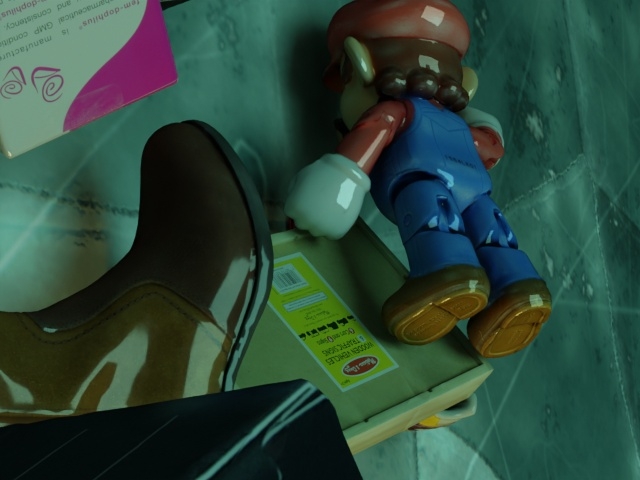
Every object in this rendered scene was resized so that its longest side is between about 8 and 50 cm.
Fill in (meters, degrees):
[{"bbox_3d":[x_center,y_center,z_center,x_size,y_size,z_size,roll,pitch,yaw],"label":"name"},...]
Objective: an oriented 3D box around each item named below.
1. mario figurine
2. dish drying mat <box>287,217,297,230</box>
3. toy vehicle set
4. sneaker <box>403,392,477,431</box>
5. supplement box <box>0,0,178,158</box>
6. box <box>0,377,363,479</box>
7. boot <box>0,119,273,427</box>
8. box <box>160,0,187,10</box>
[{"bbox_3d":[0.067,-0.051,1.119,0.198,0.170,0.320,56,17,-55],"label":"mario figurine"},{"bbox_3d":[0.000,0.000,1.137,0.083,0.008,0.032,13,70,-56],"label":"dish drying mat"},{"bbox_3d":[-0.003,0.069,0.998,0.166,0.035,0.267,50,32,17],"label":"toy vehicle set"},{"bbox_3d":[0.052,0.096,1.114,0.185,0.084,0.069,36,52,-47],"label":"sneaker"},{"bbox_3d":[-0.168,-0.173,0.753,0.111,0.114,0.220,-28,126,-24],"label":"supplement box"},{"bbox_3d":[-0.192,0.214,0.421,0.293,0.395,0.212,-35,108,-56],"label":"box"},{"bbox_3d":[-0.168,0.042,0.785,0.280,0.096,0.264,7,76,-32],"label":"boot"},{"bbox_3d":[-0.170,-0.302,0.928,0.216,0.060,0.270,4,77,-57],"label":"box"}]
